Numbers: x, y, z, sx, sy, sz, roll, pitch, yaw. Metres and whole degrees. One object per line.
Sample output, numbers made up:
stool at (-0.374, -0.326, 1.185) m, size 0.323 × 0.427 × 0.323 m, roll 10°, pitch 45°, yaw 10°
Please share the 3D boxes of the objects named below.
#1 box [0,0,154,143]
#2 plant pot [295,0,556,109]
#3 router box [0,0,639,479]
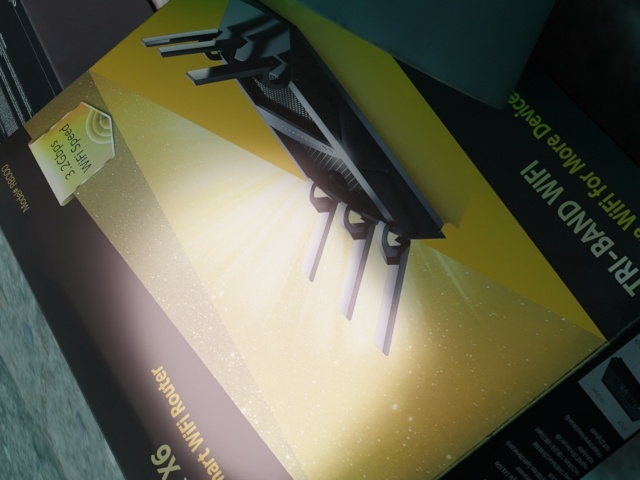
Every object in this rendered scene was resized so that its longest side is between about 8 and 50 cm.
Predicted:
box at (-0.175, -0.089, 1.085) m, size 0.261 × 0.103 × 0.184 m, roll 61°, pitch 153°, yaw 31°
plant pot at (-0.001, -0.221, 0.482) m, size 0.235 × 0.293 × 0.293 m, roll -59°, pitch 40°, yaw 11°
router box at (0.000, 0.000, 0.631) m, size 0.309 × 0.243 × 0.081 m, roll 53°, pitch -175°, yaw 39°
